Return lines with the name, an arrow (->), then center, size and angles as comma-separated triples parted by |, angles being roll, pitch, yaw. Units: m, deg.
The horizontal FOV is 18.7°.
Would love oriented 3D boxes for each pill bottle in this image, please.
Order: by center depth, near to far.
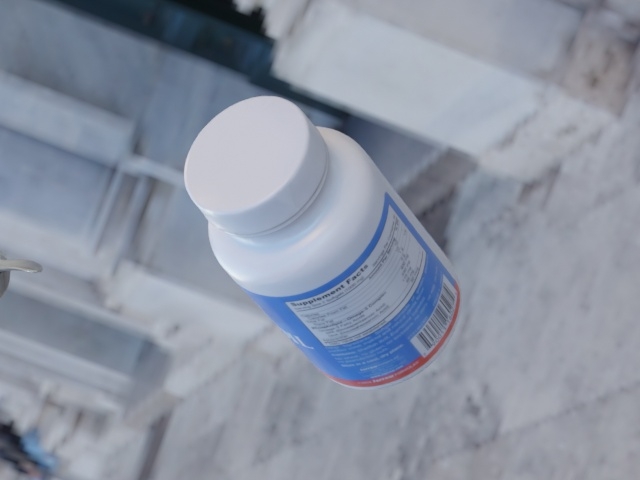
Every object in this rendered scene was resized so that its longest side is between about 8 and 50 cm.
pill bottle -> 0.000, 0.000, 1.315 | 0.124, 0.221, 0.124 | -16, 51, 21

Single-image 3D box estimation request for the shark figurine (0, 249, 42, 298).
shark figurine -> -0.339, 0.060, 1.567 | 0.166, 0.278, 0.116 | 13, 101, 43
